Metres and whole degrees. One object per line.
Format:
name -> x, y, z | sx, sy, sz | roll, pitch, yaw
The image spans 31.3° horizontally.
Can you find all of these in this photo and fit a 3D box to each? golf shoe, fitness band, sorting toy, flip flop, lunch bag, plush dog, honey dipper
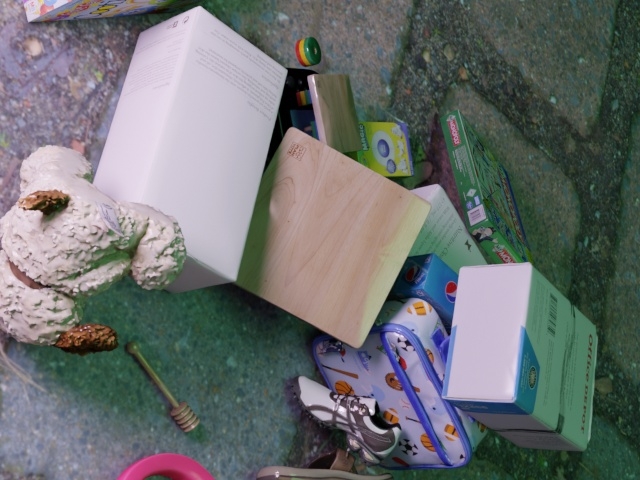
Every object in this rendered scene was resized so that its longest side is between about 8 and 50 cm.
golf shoe -> 0.045, 0.271, 1.849 | 0.198, 0.094, 0.077 | 39, 19, 0
fitness band -> -0.202, 0.443, 1.591 | 0.209, 0.054, 0.290 | -2, 70, -47
sorting toy -> 0.014, -0.199, 1.908 | 0.132, 0.046, 0.274 | -16, 95, -61
flip flop -> 0.012, 0.372, 1.839 | 0.277, 0.112, 0.080 | 15, 57, -38
lunch bag -> 0.134, 0.236, 1.880 | 0.115, 0.243, 0.303 | -45, 115, -42
sorting toy -> 0.000, 0.000, 1.789 | 0.255, 0.089, 0.257 | 29, 79, -4
plush dog -> -0.334, 0.030, 1.425 | 0.225, 0.262, 0.210 | -62, 165, 17
honey dipper -> -0.231, 0.210, 1.661 | 0.160, 0.030, 0.030 | 57, 47, -17

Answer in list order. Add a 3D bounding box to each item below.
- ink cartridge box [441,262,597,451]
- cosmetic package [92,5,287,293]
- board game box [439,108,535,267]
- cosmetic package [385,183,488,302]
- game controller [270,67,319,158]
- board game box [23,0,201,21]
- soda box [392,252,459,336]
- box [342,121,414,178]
ink cartridge box -> 0.331, 0.195, 1.851 | 0.307, 0.129, 0.223 | 36, 57, -50
cosmetic package -> -0.196, -0.129, 1.672 | 0.197, 0.155, 0.365 | 33, 60, -37
board game box -> 0.320, -0.078, 2.173 | 0.213, 0.046, 0.317 | 44, 26, -38
cosmetic package -> 0.205, 0.121, 2.041 | 0.385, 0.156, 0.217 | 54, 50, -23
game controller -> -0.018, -0.132, 1.925 | 0.166, 0.067, 0.319 | -9, 89, -47
board game box -> -0.286, -0.407, 1.643 | 0.275, 0.142, 0.144 | -16, 94, -47
soda box -> 0.215, 0.108, 1.895 | 0.210, 0.067, 0.071 | 41, 56, -34
box -> 0.094, -0.162, 2.066 | 0.179, 0.043, 0.105 | -6, 86, -45
